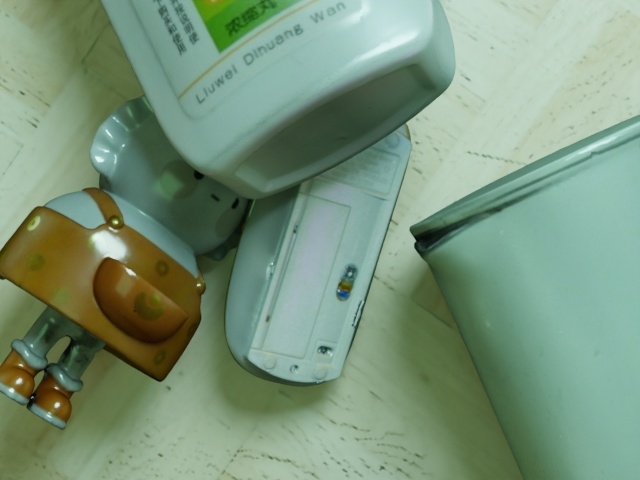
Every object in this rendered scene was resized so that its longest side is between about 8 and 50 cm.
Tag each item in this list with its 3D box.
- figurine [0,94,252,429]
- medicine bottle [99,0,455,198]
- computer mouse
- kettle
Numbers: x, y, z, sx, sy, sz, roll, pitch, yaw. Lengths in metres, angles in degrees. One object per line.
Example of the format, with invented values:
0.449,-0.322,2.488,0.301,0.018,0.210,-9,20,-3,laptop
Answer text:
-0.122,-0.005,0.786,0.143,0.143,0.271,22,65,2,figurine
-0.060,-0.201,0.732,0.179,0.124,0.324,-30,71,12,medicine bottle
-0.001,0.000,0.793,0.102,0.045,0.199,14,94,-30,computer mouse
0.232,0.079,0.726,0.265,0.205,0.318,-26,88,6,kettle
